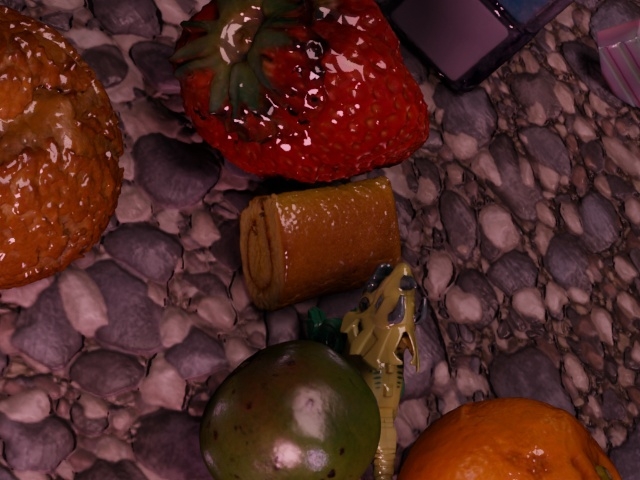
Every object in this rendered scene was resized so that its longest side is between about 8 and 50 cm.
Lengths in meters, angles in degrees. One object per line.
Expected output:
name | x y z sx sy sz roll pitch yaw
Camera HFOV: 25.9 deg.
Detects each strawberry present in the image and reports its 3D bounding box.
strawberry | -0.011 -0.167 1.549 0.288 0.238 0.250 29 39 -52

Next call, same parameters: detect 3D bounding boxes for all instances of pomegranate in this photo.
pomegranate | -0.012 0.210 1.379 0.225 0.187 0.187 53 48 -11

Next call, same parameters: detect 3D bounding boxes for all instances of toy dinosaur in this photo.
toy dinosaur | 0.052 0.153 1.474 0.094 0.153 0.259 5 86 -29

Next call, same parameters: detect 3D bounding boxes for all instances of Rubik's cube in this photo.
Rubik's cube | 0.222 -0.443 1.802 0.313 0.318 0.316 44 48 -6

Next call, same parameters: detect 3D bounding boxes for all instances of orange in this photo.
orange | 0.197 0.289 1.429 0.261 0.261 0.261 16 57 -26

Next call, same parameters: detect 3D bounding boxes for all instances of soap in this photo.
soap | 0.459 -0.253 1.998 0.149 0.100 0.056 48 37 -37

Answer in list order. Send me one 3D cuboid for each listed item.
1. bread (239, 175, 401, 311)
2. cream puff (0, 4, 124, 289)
bread | 0.000 0.000 1.538 0.172 0.103 0.132 -12 101 -37
cream puff | -0.320 -0.101 1.315 0.303 0.212 0.303 18 57 -31
